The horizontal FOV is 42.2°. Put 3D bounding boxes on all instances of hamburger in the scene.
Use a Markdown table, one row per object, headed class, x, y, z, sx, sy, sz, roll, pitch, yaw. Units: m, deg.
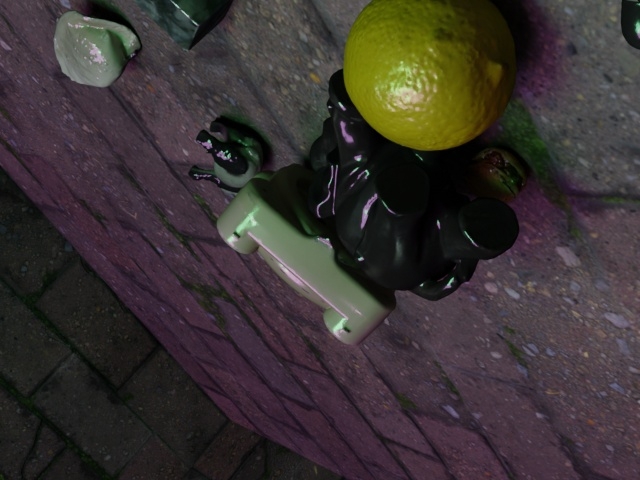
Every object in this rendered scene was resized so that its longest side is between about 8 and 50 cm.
| class | x | y | z | sx | sy | sz | roll | pitch | yaw |
| --- | --- | --- | --- | --- | --- | --- | --- | --- | --- |
| hamburger | 0.223 | -0.083 | 1.063 | 0.076 | 0.044 | 0.083 | 45 | 159 | -14 |

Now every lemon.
| class | x | y | z | sx | sy | sz | roll | pitch | yaw |
| --- | --- | --- | --- | --- | --- | --- | --- | --- | --- |
| lemon | 0.112 | -0.186 | 0.887 | 0.203 | 0.178 | 0.178 | 16 | 147 | 47 |

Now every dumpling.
| class | x | y | z | sx | sy | sz | roll | pitch | yaw |
| --- | --- | --- | --- | --- | --- | --- | --- | --- | --- |
| dumpling | -0.410 | -0.352 | 1.488 | 0.176 | 0.092 | 0.150 | 11 | 145 | 48 |

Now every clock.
| class | x | y | z | sx | sy | sz | roll | pitch | yaw |
| --- | --- | --- | --- | --- | --- | --- | --- | --- | --- |
| clock | 0.000 | 0.000 | 1.279 | 0.284 | 0.114 | 0.309 | 40 | -163 | -3 |

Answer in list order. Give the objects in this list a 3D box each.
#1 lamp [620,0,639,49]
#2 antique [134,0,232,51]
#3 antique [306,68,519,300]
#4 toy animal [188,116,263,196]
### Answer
| class | x | y | z | sx | sy | sz | roll | pitch | yaw |
| --- | --- | --- | --- | --- | --- | --- | --- | --- | --- |
| lamp | 0.294 | -0.217 | 0.564 | 0.197 | 0.198 | 0.244 | 52 | 163 | -24 |
| antique | -0.220 | -0.372 | 1.175 | 0.183 | 0.086 | 0.088 | 44 | 156 | -6 |
| antique | 0.092 | -0.074 | 1.070 | 0.255 | 0.185 | 0.322 | 116 | 133 | -71 |
| toy animal | -0.165 | -0.140 | 1.504 | 0.121 | 0.094 | 0.225 | 32 | 155 | -1 |
